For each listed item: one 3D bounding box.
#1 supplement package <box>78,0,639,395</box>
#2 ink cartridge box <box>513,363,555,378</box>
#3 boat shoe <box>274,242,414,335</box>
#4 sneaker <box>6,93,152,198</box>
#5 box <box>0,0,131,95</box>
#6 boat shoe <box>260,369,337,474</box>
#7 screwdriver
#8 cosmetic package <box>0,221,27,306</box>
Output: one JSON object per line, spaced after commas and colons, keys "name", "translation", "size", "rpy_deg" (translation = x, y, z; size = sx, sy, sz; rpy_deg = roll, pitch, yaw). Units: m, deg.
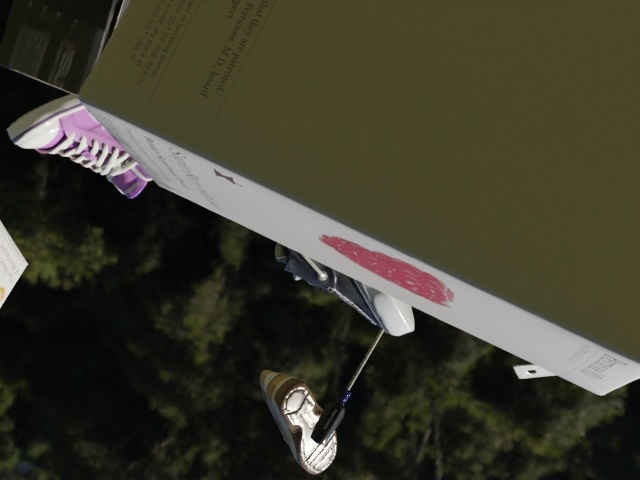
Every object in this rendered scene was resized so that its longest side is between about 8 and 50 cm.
{"name": "supplement package", "translation": [0.060, -0.063, 0.609], "size": [0.293, 0.175, 0.177], "rpy_deg": [25, 172, 10]}
{"name": "ink cartridge box", "translation": [0.308, 0.112, 1.319], "size": [0.181, 0.061, 0.104], "rpy_deg": [-8, 164, 12]}
{"name": "boat shoe", "translation": [0.000, 0.000, 1.271], "size": [0.301, 0.102, 0.108], "rpy_deg": [54, -161, -32]}
{"name": "sneaker", "translation": [-0.330, -0.137, 1.752], "size": [0.282, 0.102, 0.161], "rpy_deg": [-17, -97, -54]}
{"name": "box", "translation": [-0.110, -0.236, 0.878], "size": [0.077, 0.242, 0.307], "rpy_deg": [22, -167, 7]}
{"name": "boat shoe", "translation": [-0.032, 0.236, 1.564], "size": [0.068, 0.190, 0.072], "rpy_deg": [-39, -135, -23]}
{"name": "screwdriver", "translation": [0.040, 0.163, 1.356], "size": [0.025, 0.170, 0.024], "rpy_deg": [28, 166, 32]}
{"name": "cosmetic package", "translation": [-0.418, -0.014, 1.311], "size": [0.060, 0.239, 0.099], "rpy_deg": [11, -125, 24]}
